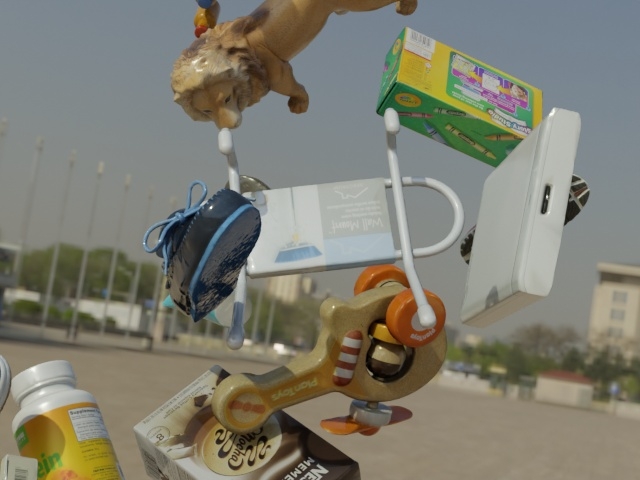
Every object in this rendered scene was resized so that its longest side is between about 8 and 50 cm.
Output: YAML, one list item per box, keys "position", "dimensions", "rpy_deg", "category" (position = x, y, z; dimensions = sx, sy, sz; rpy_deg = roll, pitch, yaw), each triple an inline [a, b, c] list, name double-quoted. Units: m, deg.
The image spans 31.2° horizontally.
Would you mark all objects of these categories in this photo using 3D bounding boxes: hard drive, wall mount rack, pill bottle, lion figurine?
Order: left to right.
- position: [-0.397, 0.317, 1.777]
  dimensions: [0.136, 0.245, 0.136]
  rpy_deg: [-22, -21, -9]
  category: "pill bottle"
- position: [-0.035, -0.306, 1.607]
  dimensions: [0.142, 0.392, 0.240]
  rpy_deg: [43, 4, 26]
  category: "lion figurine"
- position: [0.000, 0.000, 1.302]
  dimensions: [0.350, 0.304, 0.130]
  rpy_deg: [-7, -31, 0]
  category: "wall mount rack"
- position: [0.260, -0.016, 1.534]
  dimensions: [0.047, 0.232, 0.353]
  rpy_deg: [12, -11, -2]
  category: "hard drive"

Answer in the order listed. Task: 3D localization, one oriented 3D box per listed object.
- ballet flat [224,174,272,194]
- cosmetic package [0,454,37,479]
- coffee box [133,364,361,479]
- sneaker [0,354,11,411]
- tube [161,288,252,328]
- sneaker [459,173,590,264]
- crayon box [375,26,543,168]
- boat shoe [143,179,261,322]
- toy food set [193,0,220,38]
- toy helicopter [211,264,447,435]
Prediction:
- position: [-0.065, -0.033, 2.064]
  dimensions: [0.250, 0.084, 0.058]
  rpy_deg: [34, 16, 8]
  category: "ballet flat"
- position: [-0.386, 0.310, 1.392]
  dimensions: [0.041, 0.060, 0.115]
  rpy_deg: [17, -42, -30]
  category: "cosmetic package"
- position: [-0.102, 0.325, 1.625]
  dimensions: [0.297, 0.118, 0.168]
  rpy_deg: [29, 52, 35]
  category: "coffee box"
- position: [-0.572, 0.253, 1.599]
  dimensions: [0.099, 0.282, 0.153]
  rpy_deg: [53, 9, 28]
  category: "sneaker"
- position: [-0.156, 0.076, 1.564]
  dimensions: [0.052, 0.080, 0.207]
  rpy_deg: [52, -16, -22]
  category: "tube"
- position: [0.384, -0.054, 2.197]
  dimensions: [0.279, 0.107, 0.118]
  rpy_deg: [-32, 11, 21]
  category: "sneaker"
- position: [0.242, -0.236, 1.950]
  dimensions: [0.279, 0.165, 0.081]
  rpy_deg: [23, -47, -11]
  category: "crayon box"
- position: [-0.130, 0.011, 1.132]
  dimensions: [0.089, 0.109, 0.258]
  rpy_deg: [47, -29, 8]
  category: "boat shoe"
- position: [-0.131, -0.438, 1.920]
  dimensions: [0.232, 0.104, 0.111]
  rpy_deg: [-24, -57, 21]
  category: "toy food set"
- position: [0.019, 0.195, 1.618]
  dimensions: [0.355, 0.234, 0.140]
  rpy_deg: [-19, 25, -17]
  category: "toy helicopter"
